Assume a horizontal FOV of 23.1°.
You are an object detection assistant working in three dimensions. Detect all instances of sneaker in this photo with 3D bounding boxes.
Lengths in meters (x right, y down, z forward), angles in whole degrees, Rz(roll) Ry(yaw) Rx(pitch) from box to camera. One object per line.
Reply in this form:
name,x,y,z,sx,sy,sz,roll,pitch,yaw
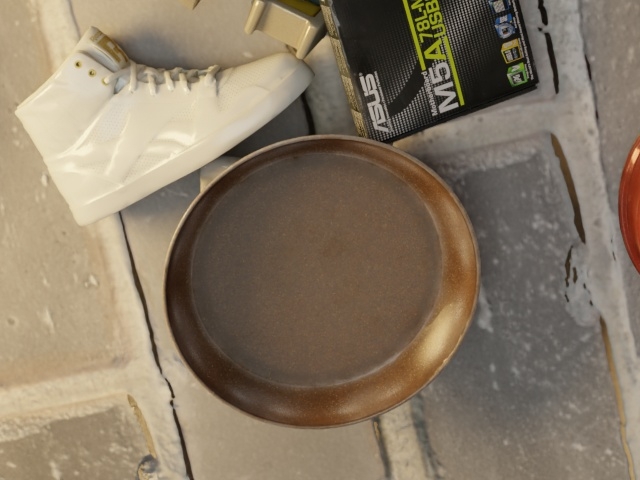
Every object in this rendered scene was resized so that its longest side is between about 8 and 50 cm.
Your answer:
sneaker,-0.165,-0.149,1.552,0.293,0.108,0.169,-28,104,14

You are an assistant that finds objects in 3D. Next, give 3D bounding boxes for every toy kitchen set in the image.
toy kitchen set,-0.035,-0.311,1.506,0.166,0.122,0.207,25,127,-1

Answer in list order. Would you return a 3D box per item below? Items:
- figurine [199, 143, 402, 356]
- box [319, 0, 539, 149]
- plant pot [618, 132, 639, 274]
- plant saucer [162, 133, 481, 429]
figurine,0.000,0.000,1.582,0.210,0.092,0.214,-13,114,1
box,0.101,-0.206,1.500,0.184,0.045,0.190,-20,109,-13
plant pot,0.421,-0.002,1.444,0.273,0.265,0.272,2,106,6
plant saucer,0.001,0.037,1.528,0.311,0.050,0.310,-3,113,-7
